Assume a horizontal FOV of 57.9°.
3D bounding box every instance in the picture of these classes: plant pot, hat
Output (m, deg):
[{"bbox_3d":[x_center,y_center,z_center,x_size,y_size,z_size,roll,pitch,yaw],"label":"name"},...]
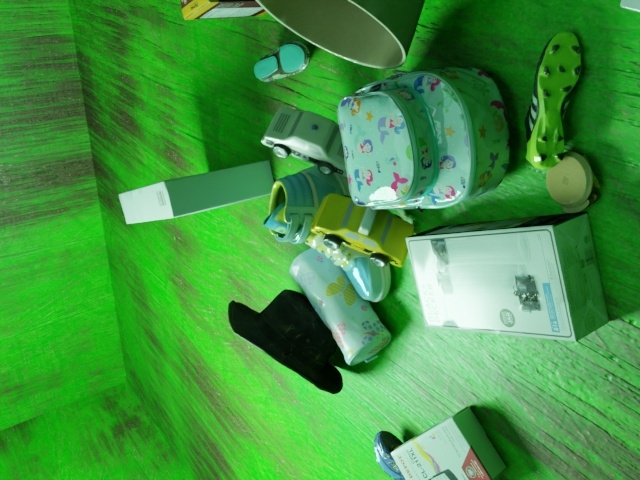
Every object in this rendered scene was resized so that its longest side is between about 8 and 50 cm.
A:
[{"bbox_3d":[0.068,-0.433,0.828,0.256,0.256,0.274,28,92,47],"label":"plant pot"},{"bbox_3d":[-0.051,0.203,1.355,0.331,0.331,0.134,41,98,39],"label":"hat"}]

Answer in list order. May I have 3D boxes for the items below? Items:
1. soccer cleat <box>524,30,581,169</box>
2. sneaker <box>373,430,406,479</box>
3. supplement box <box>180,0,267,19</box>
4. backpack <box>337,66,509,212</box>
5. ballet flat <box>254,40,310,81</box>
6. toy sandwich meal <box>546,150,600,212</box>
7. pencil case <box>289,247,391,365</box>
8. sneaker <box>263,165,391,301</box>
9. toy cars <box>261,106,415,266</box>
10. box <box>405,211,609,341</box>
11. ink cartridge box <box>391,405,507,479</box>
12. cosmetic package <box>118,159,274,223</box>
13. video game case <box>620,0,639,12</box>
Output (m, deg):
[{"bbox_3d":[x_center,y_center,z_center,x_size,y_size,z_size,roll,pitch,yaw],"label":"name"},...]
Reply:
[{"bbox_3d":[0.304,-0.186,0.779,0.072,0.060,0.179,-107,20,-74],"label":"soccer cleat"},{"bbox_3d":[0.205,0.480,1.225,0.221,0.083,0.087,38,125,30],"label":"sneaker"},{"bbox_3d":[-0.191,-0.573,1.194,0.129,0.194,0.191,5,109,54],"label":"supplement box"},{"bbox_3d":[0.157,-0.155,0.903,0.253,0.191,0.225,4,107,50],"label":"backpack"},{"bbox_3d":[-0.067,-0.379,1.225,0.188,0.070,0.070,8,111,50],"label":"ballet flat"},{"bbox_3d":[0.347,-0.081,0.792,0.085,0.029,0.086,33,127,58],"label":"toy sandwich meal"},{"bbox_3d":[0.039,0.137,1.264,0.273,0.113,0.124,55,153,25],"label":"pencil case"},{"bbox_3d":[0.000,0.000,1.171,0.127,0.208,0.319,-39,73,54],"label":"sneaker"},{"bbox_3d":[0.035,-0.116,1.083,0.394,0.176,0.087,60,162,17],"label":"toy cars"},{"bbox_3d":[0.276,0.056,0.903,0.290,0.087,0.169,-4,102,56],"label":"box"},{"bbox_3d":[0.239,0.416,1.095,0.175,0.072,0.127,-45,67,34],"label":"ink cartridge box"},{"bbox_3d":[-0.335,-0.124,1.534,0.377,0.284,0.098,-1,105,56],"label":"cosmetic package"},{"bbox_3d":[0.430,-0.306,0.568,0.212,0.023,0.193,39,135,40],"label":"video game case"}]
